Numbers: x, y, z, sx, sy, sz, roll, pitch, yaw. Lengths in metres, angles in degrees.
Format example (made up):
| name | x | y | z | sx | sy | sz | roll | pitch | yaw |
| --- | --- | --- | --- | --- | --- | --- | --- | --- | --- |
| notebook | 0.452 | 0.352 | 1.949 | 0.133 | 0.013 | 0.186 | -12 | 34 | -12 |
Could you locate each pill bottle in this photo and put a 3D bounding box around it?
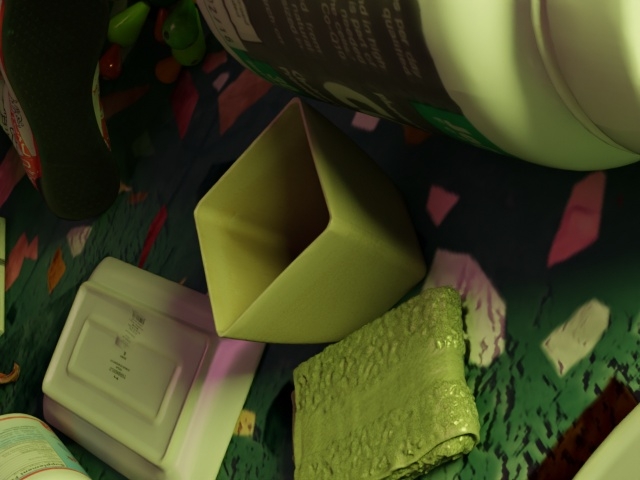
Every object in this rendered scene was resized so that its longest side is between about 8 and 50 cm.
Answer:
| name | x | y | z | sx | sy | sz | roll | pitch | yaw |
| --- | --- | --- | --- | --- | --- | --- | --- | --- | --- |
| pill bottle | -0.207 | 0.194 | 1.007 | 0.160 | 0.087 | 0.087 | 31 | 97 | 55 |
| pill bottle | 0.093 | -0.149 | 0.694 | 0.361 | 0.204 | 0.204 | 25 | 91 | 56 |

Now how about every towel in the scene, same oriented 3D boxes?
| name | x | y | z | sx | sy | sz | roll | pitch | yaw |
| --- | --- | --- | --- | --- | --- | --- | --- | --- | --- |
| towel | 0.032 | 0.097 | 0.793 | 0.148 | 0.027 | 0.110 | -37 | 43 | 38 |

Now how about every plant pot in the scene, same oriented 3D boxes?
| name | x | y | z | sx | sy | sz | roll | pitch | yaw |
| --- | --- | --- | --- | --- | --- | --- | --- | --- | --- |
| plant pot | 0.000 | 0.000 | 0.830 | 0.109 | 0.096 | 0.109 | -46 | 40 | 29 |

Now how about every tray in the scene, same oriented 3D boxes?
| name | x | y | z | sx | sy | sz | roll | pitch | yaw |
| --- | --- | --- | --- | --- | --- | --- | --- | --- | --- |
| tray | -0.138 | 0.096 | 1.021 | 0.270 | 0.030 | 0.145 | 16 | 83 | 55 |

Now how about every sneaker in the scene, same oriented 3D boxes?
| name | x | y | z | sx | sy | sz | roll | pitch | yaw |
| --- | --- | --- | --- | --- | --- | --- | --- | --- | --- |
| sneaker | -0.230 | -0.158 | 1.127 | 0.145 | 0.090 | 0.270 | 52 | 152 | 43 |

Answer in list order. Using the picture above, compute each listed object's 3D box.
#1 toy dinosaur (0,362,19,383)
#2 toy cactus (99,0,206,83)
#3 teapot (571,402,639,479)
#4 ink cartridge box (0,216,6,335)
| name | x | y | z | sx | sy | sz | roll | pitch | yaw |
| --- | --- | --- | --- | --- | --- | --- | --- | --- | --- |
| toy dinosaur | -0.304 | 0.127 | 1.238 | 0.090 | 0.047 | 0.082 | -27 | 31 | -2 |
| toy cactus | -0.109 | -0.230 | 1.120 | 0.219 | 0.112 | 0.181 | -35 | 34 | 52 |
| teapot | 0.177 | 0.152 | 0.440 | 0.252 | 0.187 | 0.256 | -58 | 6 | -38 |
| ink cartridge box | -0.345 | 0.048 | 1.304 | 0.099 | 0.056 | 0.135 | -41 | 43 | 34 |
